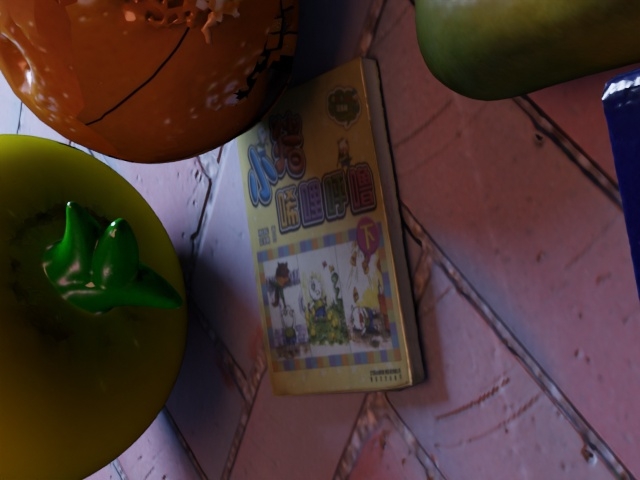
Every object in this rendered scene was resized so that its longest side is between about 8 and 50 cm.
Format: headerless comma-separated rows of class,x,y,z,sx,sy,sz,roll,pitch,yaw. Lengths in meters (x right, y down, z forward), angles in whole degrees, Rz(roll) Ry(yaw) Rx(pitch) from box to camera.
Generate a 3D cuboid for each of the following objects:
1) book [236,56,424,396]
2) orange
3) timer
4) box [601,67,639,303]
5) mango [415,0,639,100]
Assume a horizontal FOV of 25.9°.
book,0.000,0.000,0.856,0.168,0.013,0.192,-14,84,58
orange,-0.114,-0.155,0.833,0.234,0.182,0.234,32,145,27
timer,-0.197,0.042,0.961,0.285,0.285,0.285,18,111,55
box,0.213,-0.007,0.459,0.259,0.071,0.168,-15,83,58
mango,0.113,-0.138,0.574,0.237,0.091,0.137,-8,81,58
